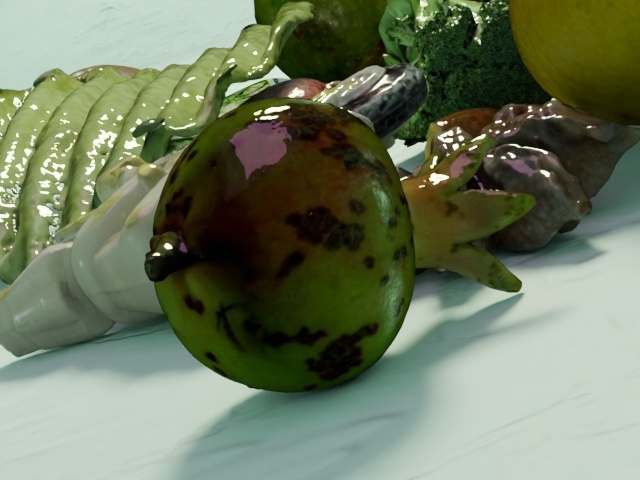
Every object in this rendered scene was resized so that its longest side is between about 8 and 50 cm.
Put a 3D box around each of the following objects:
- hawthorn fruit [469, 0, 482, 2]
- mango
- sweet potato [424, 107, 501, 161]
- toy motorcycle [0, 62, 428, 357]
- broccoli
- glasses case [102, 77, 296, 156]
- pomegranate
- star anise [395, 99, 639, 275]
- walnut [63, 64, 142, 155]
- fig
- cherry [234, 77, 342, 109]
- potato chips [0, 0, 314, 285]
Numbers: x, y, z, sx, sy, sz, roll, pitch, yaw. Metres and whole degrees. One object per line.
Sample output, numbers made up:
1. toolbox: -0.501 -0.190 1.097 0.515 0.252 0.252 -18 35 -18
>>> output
1. hawthorn fruit: 0.169 -0.232 1.628 0.181 0.181 0.235 -5 28 48
2. mango: 0.257 -0.215 1.147 0.301 0.220 0.445 -53 2 10
3. sweet potato: 0.127 -0.082 1.294 0.117 0.049 0.049 -22 12 -32
4. toy motorcycle: -0.085 -0.014 1.151 0.340 0.108 0.223 -25 18 25
5. broccoli: 0.126 -0.155 1.390 0.156 0.195 0.195 36 42 23
6. glasses case: -0.125 -0.099 1.723 0.095 0.062 0.272 -9 16 42
7. pomegranate: 0.012 -0.003 0.890 0.220 0.156 0.156 -11 10 -10
8. star anise: 0.108 -0.036 1.053 0.196 0.073 0.212 -18 14 17
9. walnut: -0.238 -0.125 1.854 0.162 0.140 0.140 -15 9 -26
10. fig: 0.004 -0.276 1.900 0.195 0.245 0.195 -35 7 5
11. cherry: 0.018 -0.105 1.487 0.225 0.090 0.107 -10 1 3
12. potato chips: -0.195 -0.098 1.535 0.373 0.097 0.389 -9 29 35
